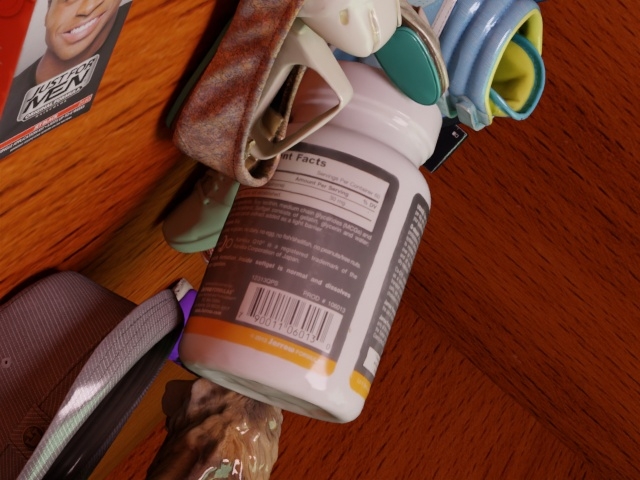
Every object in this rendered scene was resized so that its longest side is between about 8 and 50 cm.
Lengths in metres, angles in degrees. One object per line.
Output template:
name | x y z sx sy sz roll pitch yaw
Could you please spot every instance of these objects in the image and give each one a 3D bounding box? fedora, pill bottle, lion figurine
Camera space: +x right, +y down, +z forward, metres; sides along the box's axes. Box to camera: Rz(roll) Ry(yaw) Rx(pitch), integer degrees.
fedora | -0.232 0.131 0.791 0.275 0.124 0.244 -56 176 13
pill bottle | 0.000 0.000 0.827 0.162 0.162 0.278 117 -7 -74
lion figurine | -0.154 0.247 0.788 0.240 0.142 0.392 -64 170 16

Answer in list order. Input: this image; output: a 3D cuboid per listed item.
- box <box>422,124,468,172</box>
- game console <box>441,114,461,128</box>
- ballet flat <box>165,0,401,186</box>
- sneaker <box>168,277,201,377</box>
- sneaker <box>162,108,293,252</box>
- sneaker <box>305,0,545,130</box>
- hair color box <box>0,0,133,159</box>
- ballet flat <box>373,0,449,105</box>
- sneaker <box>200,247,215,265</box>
box | 0.170 -0.201 1.694 0.093 0.156 0.158 -49 176 12
game console | 0.191 -0.204 1.117 0.293 0.173 0.250 -20 134 -43
ballet flat | -0.008 -0.148 0.672 0.107 0.106 0.316 -44 173 -41
sneaker | -0.170 0.143 1.396 0.102 0.146 0.293 -48 176 -5
sneaker | -0.080 -0.071 0.954 0.212 0.080 0.094 -32 139 10
sneaker | 0.087 -0.152 0.918 0.127 0.208 0.319 -49 177 -26
hair color box | -0.117 -0.100 0.411 0.072 0.043 0.141 -43 173 -44
ballet flat | 0.055 -0.179 0.757 0.057 0.168 0.052 -5 -133 46
sneaker | -0.045 -0.065 1.204 0.270 0.090 0.145 -43 175 -23
